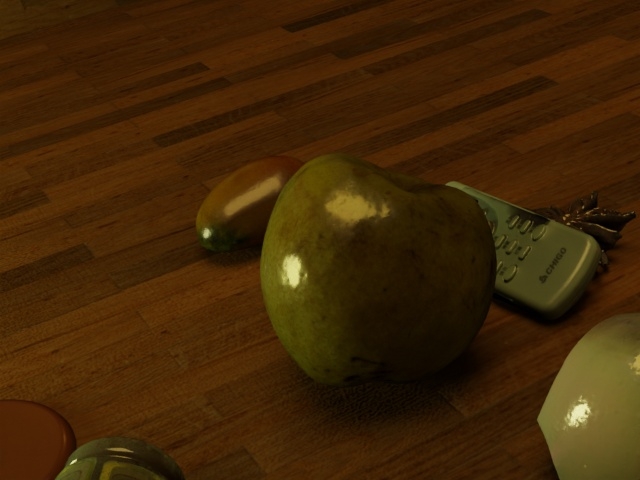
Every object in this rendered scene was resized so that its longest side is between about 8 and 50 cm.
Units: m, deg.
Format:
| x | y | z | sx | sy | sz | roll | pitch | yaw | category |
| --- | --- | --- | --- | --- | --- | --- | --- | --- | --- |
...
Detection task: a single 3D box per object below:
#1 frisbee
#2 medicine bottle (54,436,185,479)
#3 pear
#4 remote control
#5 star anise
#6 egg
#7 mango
| x | y | z | sx | sy | sz | roll | pitch | yaw | category |
| --- | --- | --- | --- | --- | --- | --- | --- | --- | --- |
| -0.435 | 0.284 | 1.303 | 0.251 | 0.021 | 0.251 | -5 | 33 | 3 | frisbee |
| -0.227 | 0.352 | 1.016 | 0.151 | 0.151 | 0.322 | -4 | 31 | 7 | medicine bottle |
| 0.062 | 0.046 | 1.317 | 0.304 | 0.304 | 0.304 | -6 | 31 | 4 | pear |
| 0.263 | 0.012 | 1.510 | 0.296 | 0.056 | 0.140 | 28 | 79 | 44 | remote control |
| 0.371 | -0.013 | 1.561 | 0.182 | 0.065 | 0.195 | 18 | 51 | 39 | star anise |
| 0.371 | 0.160 | 1.161 | 0.206 | 0.161 | 0.271 | 1 | 34 | 39 | egg |
| -0.108 | -0.059 | 1.691 | 0.221 | 0.120 | 0.151 | -25 | 36 | -13 | mango |
